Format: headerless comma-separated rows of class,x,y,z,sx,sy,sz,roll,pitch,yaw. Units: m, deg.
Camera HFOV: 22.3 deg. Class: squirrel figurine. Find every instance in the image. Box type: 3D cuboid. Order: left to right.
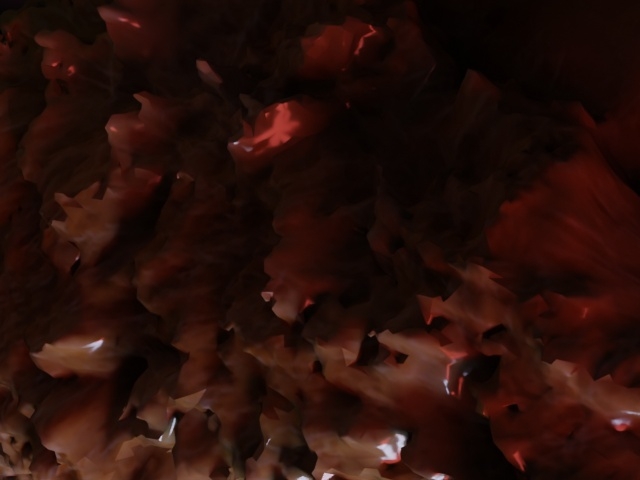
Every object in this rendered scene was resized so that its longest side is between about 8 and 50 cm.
squirrel figurine,0.027,-0.085,0.486,0.397,0.370,0.281,-55,167,-20

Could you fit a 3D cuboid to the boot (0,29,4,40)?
boot,-0.088,-0.077,0.691,0.207,0.094,0.246,-27,156,-10
